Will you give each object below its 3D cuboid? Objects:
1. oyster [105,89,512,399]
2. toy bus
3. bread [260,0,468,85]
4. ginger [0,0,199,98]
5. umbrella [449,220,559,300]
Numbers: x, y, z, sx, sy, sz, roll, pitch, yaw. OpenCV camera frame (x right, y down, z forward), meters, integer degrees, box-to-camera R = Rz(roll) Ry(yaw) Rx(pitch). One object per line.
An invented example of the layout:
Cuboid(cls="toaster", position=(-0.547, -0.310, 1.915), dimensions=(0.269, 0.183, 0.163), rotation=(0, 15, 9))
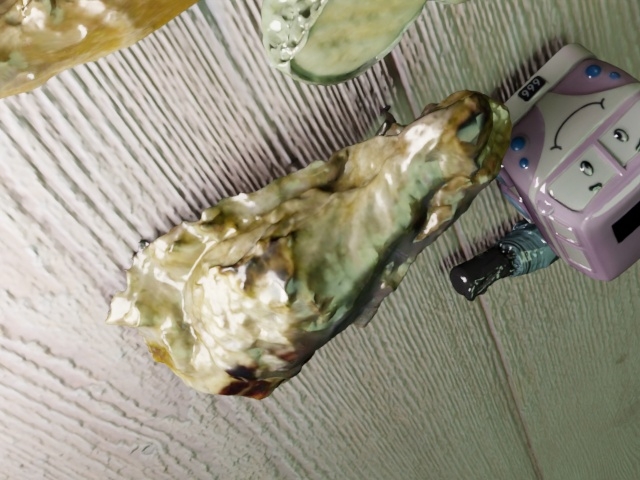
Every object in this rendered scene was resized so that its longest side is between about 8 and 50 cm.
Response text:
Cuboid(cls="oyster", position=(0.004, 0.003, 0.841), dimensions=(0.337, 0.133, 0.198), rotation=(-42, 157, 10))
Cuboid(cls="toy bus", position=(0.242, -0.067, 0.997), dimensions=(0.142, 0.142, 0.202), rotation=(-43, 149, 2))
Cuboid(cls="bread", position=(0.049, -0.200, 0.694), dimensions=(0.232, 0.064, 0.172), rotation=(-36, 148, -12))
Cuboid(cls="ginger", position=(-0.125, -0.139, 0.567), dimensions=(0.295, 0.086, 0.131), rotation=(-33, 171, -4))
Cuboid(cls="umbrella", position=(0.237, -0.005, 1.160), dimensions=(0.250, 0.053, 0.052), rotation=(-23, 137, -25))
